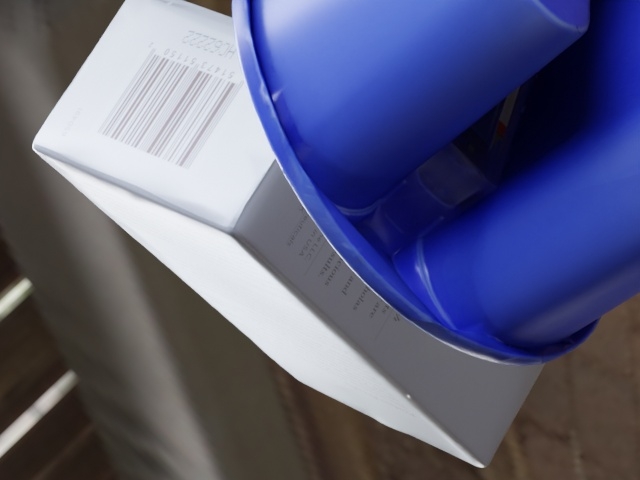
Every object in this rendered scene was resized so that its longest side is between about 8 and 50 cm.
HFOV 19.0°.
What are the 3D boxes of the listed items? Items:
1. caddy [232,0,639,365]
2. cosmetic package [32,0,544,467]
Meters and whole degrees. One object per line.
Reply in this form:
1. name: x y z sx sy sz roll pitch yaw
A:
1. caddy: 0.087 -0.100 0.887 0.179 0.341 0.241 -31 114 35
2. cosmetic package: 0.000 0.000 1.564 0.230 0.161 0.453 23 165 37
